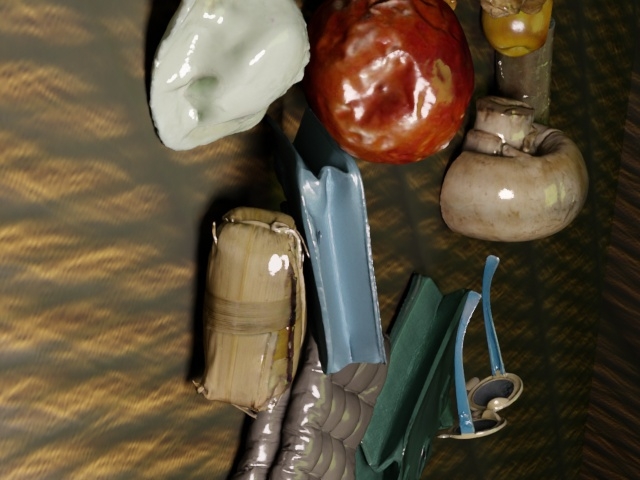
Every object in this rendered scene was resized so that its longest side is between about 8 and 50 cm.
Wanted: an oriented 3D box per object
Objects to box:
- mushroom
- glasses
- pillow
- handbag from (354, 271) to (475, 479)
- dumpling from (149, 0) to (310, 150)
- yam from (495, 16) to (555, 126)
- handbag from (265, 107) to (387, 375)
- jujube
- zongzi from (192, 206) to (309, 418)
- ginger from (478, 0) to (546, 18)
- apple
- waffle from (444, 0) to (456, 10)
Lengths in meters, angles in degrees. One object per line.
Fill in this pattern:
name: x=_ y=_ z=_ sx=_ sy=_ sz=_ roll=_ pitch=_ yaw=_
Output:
mushroom: x=0.292 y=-0.099 z=2.520 sx=0.254 sy=0.189 sz=0.195 roll=-49 pitch=149 yaw=-62
glasses: x=0.231 y=0.150 z=2.349 sx=0.189 sy=0.088 sz=0.221 roll=-49 pitch=150 yaw=-61
pillow: x=-0.017 y=0.222 z=1.898 sx=0.228 sy=0.101 sz=0.326 roll=46 pitch=56 yaw=-66
handbag: x=0.122 y=0.226 z=2.358 sx=0.238 sy=0.089 sz=0.326 roll=89 pitch=19 yaw=-46
dumpling: x=-0.068 y=-0.151 z=1.467 sx=0.219 sy=0.108 sz=0.153 roll=68 pitch=36 yaw=-57
yam: x=0.304 y=-0.221 z=2.643 sx=0.093 sy=0.093 sz=0.259 roll=-58 pitch=153 yaw=-49
handbag: x=0.000 y=0.000 z=1.702 sx=0.179 sy=0.062 sz=0.229 roll=-125 pitch=-157 yaw=-62
jujube: x=0.069 y=-0.178 z=1.791 sx=0.255 sy=0.190 sz=0.190 roll=-74 pitch=173 yaw=-80
zongzi: x=-0.051 y=0.044 z=1.671 sx=0.197 sy=0.099 sz=0.195 roll=-58 pitch=158 yaw=-63
ginger: x=0.248 y=-0.399 z=2.310 sx=0.270 sy=0.123 sz=0.219 roll=-9 pitch=109 yaw=-60
apple: x=0.275 y=-0.310 z=2.474 sx=0.114 sy=0.099 sz=0.102 roll=96 pitch=2 yaw=-71
waffle: x=0.114 y=-0.231 z=2.095 sx=0.231 sy=0.051 sz=0.229 roll=-49 pitch=146 yaw=-60
